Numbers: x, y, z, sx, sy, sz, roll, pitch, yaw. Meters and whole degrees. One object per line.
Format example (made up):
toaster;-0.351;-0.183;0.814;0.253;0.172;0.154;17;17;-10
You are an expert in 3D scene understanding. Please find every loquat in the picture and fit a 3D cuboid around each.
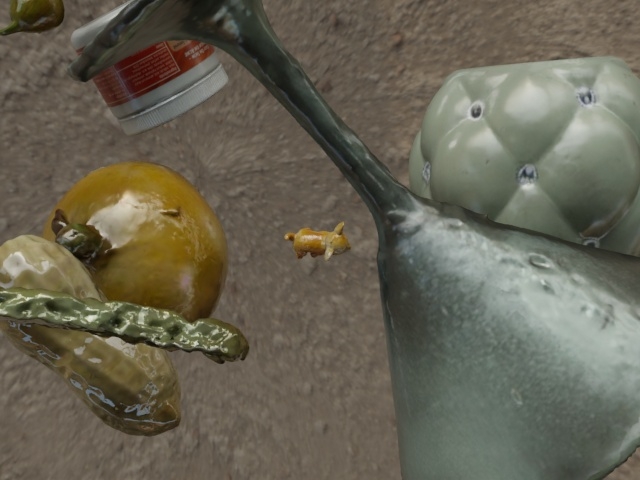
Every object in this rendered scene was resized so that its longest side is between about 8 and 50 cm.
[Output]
loquat;-0.320;0.024;1.512;0.329;0.359;0.328;-4;78;17

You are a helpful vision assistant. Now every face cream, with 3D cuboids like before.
face cream;-0.280;-0.300;1.500;0.201;0.201;0.187;-30;109;-5

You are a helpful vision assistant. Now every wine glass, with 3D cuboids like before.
wine glass;0.044;-0.030;0.625;0.267;0.267;0.406;-42;106;-3

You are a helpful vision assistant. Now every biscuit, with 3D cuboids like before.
biscuit;-0.201;0.073;0.822;0.274;0.187;0.036;11;79;-7

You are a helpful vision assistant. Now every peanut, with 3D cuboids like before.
peanut;-0.277;0.121;1.080;0.298;0.136;0.120;47;68;-10

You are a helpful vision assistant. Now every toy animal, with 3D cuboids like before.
toy animal;0.000;0.000;1.280;0.081;0.083;0.060;25;76;-27

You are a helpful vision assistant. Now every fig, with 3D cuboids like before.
fig;-0.415;-0.326;1.308;0.084;0.082;0.098;15;60;27

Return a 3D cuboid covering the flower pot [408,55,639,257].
flower pot;0.204;-0.069;0.854;0.246;0.246;0.195;-8;99;-7
